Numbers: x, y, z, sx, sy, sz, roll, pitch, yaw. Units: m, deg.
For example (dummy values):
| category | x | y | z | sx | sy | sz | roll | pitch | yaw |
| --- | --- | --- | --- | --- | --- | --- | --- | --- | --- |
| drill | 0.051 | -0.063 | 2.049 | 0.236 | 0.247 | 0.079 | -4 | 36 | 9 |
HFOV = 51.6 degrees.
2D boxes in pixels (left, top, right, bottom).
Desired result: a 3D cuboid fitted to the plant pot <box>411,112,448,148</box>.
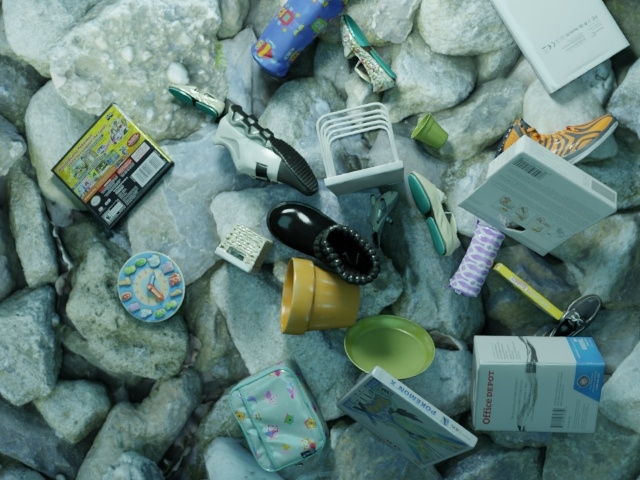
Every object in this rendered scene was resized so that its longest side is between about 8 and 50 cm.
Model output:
| category | x | y | z | sx | sy | sz | roll | pitch | yaw |
| --- | --- | --- | --- | --- | --- | --- | --- | --- | --- |
| plant pot | 0.301 | -0.289 | 1.791 | 0.079 | 0.083 | 0.083 | 34 | 95 | -7 |

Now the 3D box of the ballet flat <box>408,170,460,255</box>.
| category | x | y | z | sx | sy | sz | roll | pitch | yaw |
| --- | --- | --- | --- | --- | --- | --- | --- | --- | --- |
| ballet flat | 0.315 | -0.080 | 1.799 | 0.086 | 0.086 | 0.248 | -21 | 91 | 7 |

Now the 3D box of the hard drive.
| category | x | y | z | sx | sy | sz | roll | pitch | yaw |
| --- | --- | --- | --- | --- | --- | --- | --- | --- | --- |
| hard drive | 0.618 | -0.600 | 1.756 | 0.233 | 0.047 | 0.353 | -32 | 89 | 7 |

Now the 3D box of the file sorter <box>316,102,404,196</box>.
| category | x | y | z | sx | sy | sz | roll | pitch | yaw |
| --- | --- | --- | --- | --- | --- | --- | --- | --- | --- |
| file sorter | 0.104 | -0.228 | 1.714 | 0.193 | 0.277 | 0.173 | -12 | 86 | 7 |

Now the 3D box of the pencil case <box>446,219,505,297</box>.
| category | x | y | z | sx | sy | sz | roll | pitch | yaw |
| --- | --- | --- | --- | --- | --- | --- | --- | --- | --- |
| pencil case | 0.420 | 0.055 | 1.785 | 0.088 | 0.086 | 0.206 | 28 | 94 | 33 |

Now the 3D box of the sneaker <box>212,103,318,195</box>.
| category | x | y | z | sx | sy | sz | roll | pitch | yaw |
| --- | --- | --- | --- | --- | --- | --- | --- | --- | --- |
| sneaker | -0.154 | -0.216 | 1.831 | 0.330 | 0.122 | 0.146 | 41 | 114 | 2 |

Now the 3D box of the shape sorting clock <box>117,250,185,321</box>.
| category | x | y | z | sx | sy | sz | roll | pitch | yaw |
| --- | --- | --- | --- | --- | --- | --- | --- | --- | --- |
| shape sorting clock | -0.488 | 0.134 | 1.905 | 0.206 | 0.040 | 0.206 | 0 | 92 | 6 |

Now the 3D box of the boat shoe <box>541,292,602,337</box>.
| category | x | y | z | sx | sy | sz | roll | pitch | yaw |
| --- | --- | --- | --- | --- | --- | --- | --- | --- | --- |
| boat shoe | 0.678 | 0.224 | 1.768 | 0.206 | 0.065 | 0.075 | -45 | 87 | 6 |

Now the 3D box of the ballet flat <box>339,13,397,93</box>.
| category | x | y | z | sx | sy | sz | roll | pitch | yaw |
| --- | --- | --- | --- | --- | --- | --- | --- | --- | --- |
| ballet flat | 0.111 | -0.502 | 1.800 | 0.077 | 0.091 | 0.241 | -39 | 84 | 28 |

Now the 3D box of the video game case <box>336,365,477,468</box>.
| category | x | y | z | sx | sy | sz | roll | pitch | yaw |
| --- | --- | --- | --- | --- | --- | --- | --- | --- | --- |
| video game case | 0.209 | 0.469 | 1.719 | 0.300 | 0.329 | 0.036 | 35 | 59 | 4 |

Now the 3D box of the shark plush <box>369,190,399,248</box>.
| category | x | y | z | sx | sy | sz | roll | pitch | yaw |
| --- | --- | --- | --- | --- | --- | --- | --- | --- | --- |
| shark plush | 0.176 | -0.058 | 1.822 | 0.067 | 0.073 | 0.161 | 7 | 88 | -24 |

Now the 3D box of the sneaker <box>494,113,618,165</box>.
| category | x | y | z | sx | sy | sz | roll | pitch | yaw |
| --- | --- | --- | --- | --- | --- | --- | --- | --- | --- |
| sneaker | 0.600 | -0.268 | 1.730 | 0.321 | 0.124 | 0.180 | -35 | 89 | 6 |

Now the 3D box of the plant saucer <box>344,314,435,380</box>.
| category | x | y | z | sx | sy | sz | roll | pitch | yaw |
| --- | --- | --- | --- | --- | --- | --- | --- | --- | --- |
| plant saucer | 0.182 | 0.291 | 1.763 | 0.241 | 0.241 | 0.037 | 6 | 125 | 6 |

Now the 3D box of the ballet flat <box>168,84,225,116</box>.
| category | x | y | z | sx | sy | sz | roll | pitch | yaw |
| --- | --- | --- | --- | --- | --- | --- | --- | --- | --- |
| ballet flat | -0.347 | -0.404 | 1.873 | 0.168 | 0.057 | 0.052 | 29 | 67 | 1 |

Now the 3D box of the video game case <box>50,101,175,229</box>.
| category | x | y | z | sx | sy | sz | roll | pitch | yaw |
| --- | --- | --- | --- | --- | --- | --- | --- | --- | --- |
| video game case | -0.599 | -0.213 | 1.909 | 0.248 | 0.035 | 0.275 | 45 | 97 | 3 |

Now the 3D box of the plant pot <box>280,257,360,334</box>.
| category | x | y | z | sx | sy | sz | roll | pitch | yaw |
| --- | --- | --- | --- | --- | --- | --- | --- | --- | --- |
| plant pot | 0.001 | 0.160 | 1.787 | 0.188 | 0.205 | 0.205 | 8 | 93 | -10 |

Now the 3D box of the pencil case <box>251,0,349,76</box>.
| category | x | y | z | sx | sy | sz | roll | pitch | yaw |
| --- | --- | --- | --- | --- | --- | --- | --- | --- | --- |
| pencil case | -0.055 | -0.574 | 1.767 | 0.306 | 0.133 | 0.119 | -45 | 60 | 20 |

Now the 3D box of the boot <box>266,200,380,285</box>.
| category | x | y | z | sx | sy | sz | roll | pitch | yaw |
| --- | --- | --- | --- | --- | --- | --- | --- | --- | --- |
| boot | 0.003 | -0.003 | 1.736 | 0.348 | 0.260 | 0.131 | 25 | 94 | 4 |

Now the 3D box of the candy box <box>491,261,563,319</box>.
| category | x | y | z | sx | sy | sz | roll | pitch | yaw |
| --- | --- | --- | --- | --- | --- | --- | --- | --- | --- |
| candy box | 0.545 | 0.132 | 1.759 | 0.206 | 0.105 | 0.027 | 39 | 96 | 3 |

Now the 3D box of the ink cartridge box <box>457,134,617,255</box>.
| category | x | y | z | sx | sy | sz | roll | pitch | yaw |
| --- | --- | --- | --- | --- | --- | --- | --- | --- | --- |
| ink cartridge box | 0.547 | -0.106 | 1.689 | 0.296 | 0.261 | 0.066 | 29 | 53 | -12 |

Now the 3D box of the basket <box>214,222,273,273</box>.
| category | x | y | z | sx | sy | sz | roll | pitch | yaw |
| --- | --- | --- | --- | --- | --- | --- | --- | --- | --- |
| basket | -0.204 | 0.020 | 1.811 | 0.113 | 0.167 | 0.103 | 30 | 88 | 4 |

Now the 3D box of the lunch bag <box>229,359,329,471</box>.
| category | x | y | z | sx | sy | sz | roll | pitch | yaw |
| --- | --- | --- | --- | --- | --- | --- | --- | --- | --- |
| lunch bag | -0.117 | 0.495 | 1.843 | 0.224 | 0.108 | 0.279 | -25 | 89 | 6 |

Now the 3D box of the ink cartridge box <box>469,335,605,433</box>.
| category | x | y | z | sx | sy | sz | roll | pitch | yaw |
| --- | --- | --- | --- | --- | --- | --- | --- | --- | --- |
| ink cartridge box | 0.551 | 0.372 | 1.721 | 0.307 | 0.129 | 0.223 | 0 | 116 | 6 |
